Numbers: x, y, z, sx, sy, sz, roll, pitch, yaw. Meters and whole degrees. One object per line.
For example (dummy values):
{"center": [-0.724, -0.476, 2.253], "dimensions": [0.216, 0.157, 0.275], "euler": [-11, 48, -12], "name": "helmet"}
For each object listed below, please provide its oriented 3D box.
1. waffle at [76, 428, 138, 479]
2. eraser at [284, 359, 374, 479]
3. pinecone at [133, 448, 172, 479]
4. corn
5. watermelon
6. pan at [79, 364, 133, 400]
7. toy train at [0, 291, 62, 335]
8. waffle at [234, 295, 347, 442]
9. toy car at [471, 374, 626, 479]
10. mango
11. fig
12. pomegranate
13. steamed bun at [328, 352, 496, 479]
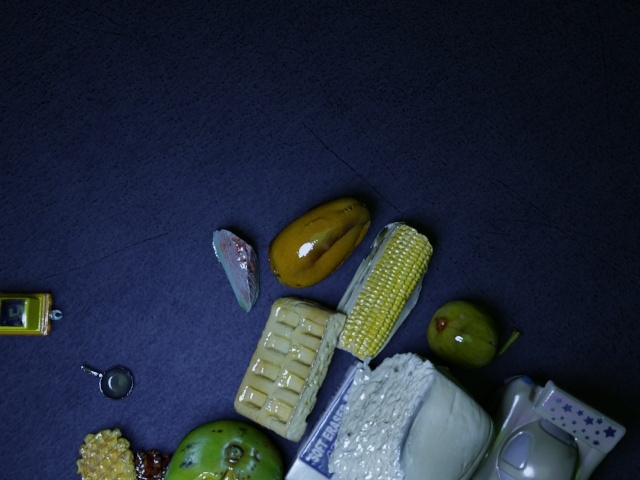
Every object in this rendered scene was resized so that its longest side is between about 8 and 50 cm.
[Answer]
{"center": [-0.419, 0.464, 1.339], "dimensions": [0.191, 0.038, 0.191], "euler": [-5, 81, 34], "name": "waffle"}
{"center": [0.049, 0.393, 1.387], "dimensions": [0.124, 0.081, 0.279], "euler": [34, 83, 1], "name": "eraser"}
{"center": [-0.338, 0.466, 1.356], "dimensions": [0.109, 0.102, 0.102], "euler": [5, 83, 13], "name": "pinecone"}
{"center": [0.129, 0.101, 1.415], "dimensions": [0.123, 0.122, 0.305], "euler": [27, 79, 32], "name": "corn"}
{"center": [-0.165, 0.057, 1.420], "dimensions": [0.081, 0.094, 0.180], "euler": [-22, 100, -8], "name": "watermelon"}
{"center": [-0.441, 0.284, 1.408], "dimensions": [0.115, 0.023, 0.068], "euler": [27, 84, -2], "name": "pan"}
{"center": [-0.636, 0.146, 1.366], "dimensions": [0.219, 0.127, 0.089], "euler": [2, 83, -3], "name": "toy train"}
{"center": [-0.066, 0.249, 1.370], "dimensions": [0.168, 0.057, 0.274], "euler": [16, 81, 41], "name": "waffle"}
{"center": [0.410, 0.450, 1.323], "dimensions": [0.242, 0.226, 0.336], "euler": [31, 82, 1], "name": "toy car"}
{"center": [0.000, 0.000, 1.393], "dimensions": [0.236, 0.166, 0.136], "euler": [-40, 91, -5], "name": "mango"}
{"center": [0.306, 0.204, 1.411], "dimensions": [0.142, 0.186, 0.148], "euler": [-1, 55, 39], "name": "fig"}
{"center": [-0.191, 0.495, 1.316], "dimensions": [0.235, 0.236, 0.302], "euler": [15, 116, -1], "name": "pomegranate"}
{"center": [0.171, 0.364, 1.227], "dimensions": [0.273, 0.272, 0.290], "euler": [30, 87, -2], "name": "steamed bun"}
